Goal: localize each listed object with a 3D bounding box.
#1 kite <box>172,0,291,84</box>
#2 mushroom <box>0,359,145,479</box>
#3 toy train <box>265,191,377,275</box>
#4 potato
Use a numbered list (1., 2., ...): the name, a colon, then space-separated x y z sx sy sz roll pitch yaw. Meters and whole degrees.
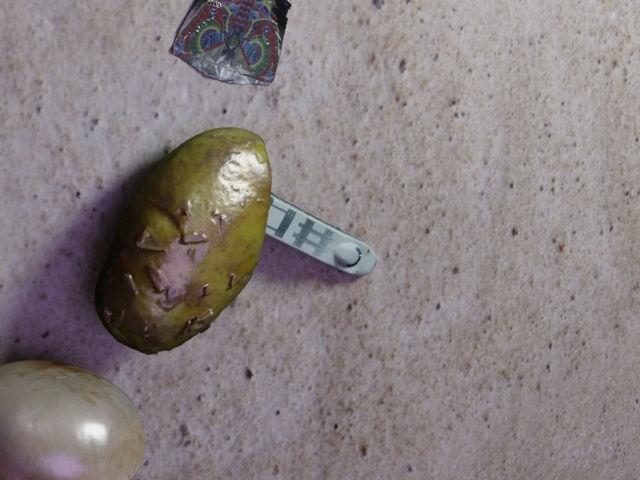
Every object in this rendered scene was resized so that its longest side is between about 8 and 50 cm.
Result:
1. kite: -0.074 -0.327 1.702 0.152 0.015 0.285 13 100 -38
2. mushroom: -0.313 0.231 1.615 0.226 0.226 0.178 0 114 -35
3. toy train: 0.000 0.000 1.858 0.234 0.051 0.052 27 94 -39
4. potato: -0.153 -0.001 1.691 0.176 0.141 0.298 34 86 -48
